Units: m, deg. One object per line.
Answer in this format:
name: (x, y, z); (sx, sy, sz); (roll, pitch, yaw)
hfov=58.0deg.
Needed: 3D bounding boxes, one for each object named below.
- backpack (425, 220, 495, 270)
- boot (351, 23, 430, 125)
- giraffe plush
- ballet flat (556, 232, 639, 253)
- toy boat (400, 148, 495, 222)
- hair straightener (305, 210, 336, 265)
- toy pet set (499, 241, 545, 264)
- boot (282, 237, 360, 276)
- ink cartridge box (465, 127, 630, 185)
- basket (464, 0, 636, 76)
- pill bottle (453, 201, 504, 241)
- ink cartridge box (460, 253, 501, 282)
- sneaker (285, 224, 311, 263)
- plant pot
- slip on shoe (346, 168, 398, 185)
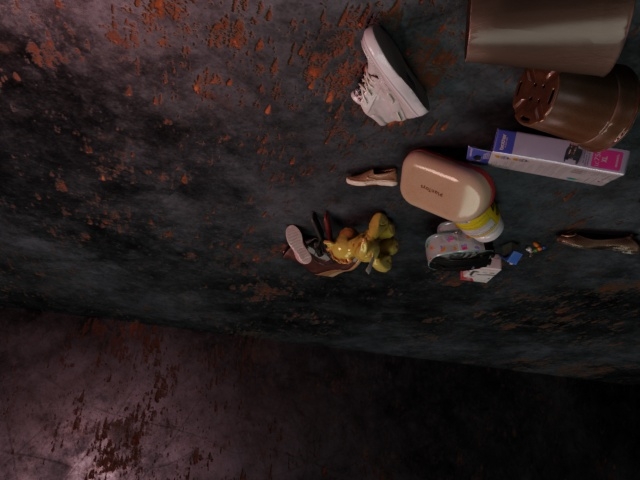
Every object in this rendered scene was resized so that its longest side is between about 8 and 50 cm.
backpack: (0.407, 0.019, 1.728); (0.189, 0.144, 0.166); (-13, 160, 3)
boot: (0.112, -0.304, 1.126); (0.124, 0.095, 0.258); (-17, 150, 26)
giraffe plush: (0.113, 0.019, 1.745); (0.171, 0.210, 0.181); (3, 124, 36)
ballet flat: (0.845, 0.000, 1.749); (0.250, 0.058, 0.084); (6, -169, 7)
toy boat: (0.318, -0.146, 1.408); (0.231, 0.151, 0.150); (27, 134, 30)
hair straightener: (0.000, 0.000, 1.805); (0.089, 0.047, 0.230); (-1, 139, 14)
toy pet set: (0.646, 0.051, 1.867); (0.114, 0.065, 0.122); (19, 151, -30)
boot: (0.013, 0.036, 1.904); (0.207, 0.090, 0.248); (24, 140, -24)
ink cartridge box: (0.480, -0.183, 1.258); (0.312, 0.065, 0.186); (10, -179, 13)
basket: (0.353, -0.354, 0.928); (0.227, 0.154, 0.204); (3, 161, 9)
pill bottle: (0.412, -0.078, 1.554); (0.119, 0.119, 0.209); (-13, 151, 32)
ink cartridge box: (0.550, 0.094, 1.985); (0.100, 0.056, 0.135); (7, 156, -4)
sneaker: (-0.073, 0.018, 1.847); (0.051, 0.134, 0.070); (-27, 174, -9)
plant pot: (0.464, -0.261, 1.071); (0.165, 0.166, 0.167); (8, 156, -19)
slip on shoe: (0.134, -0.167, 1.498); (0.136, 0.051, 0.041); (5, 117, 17)
